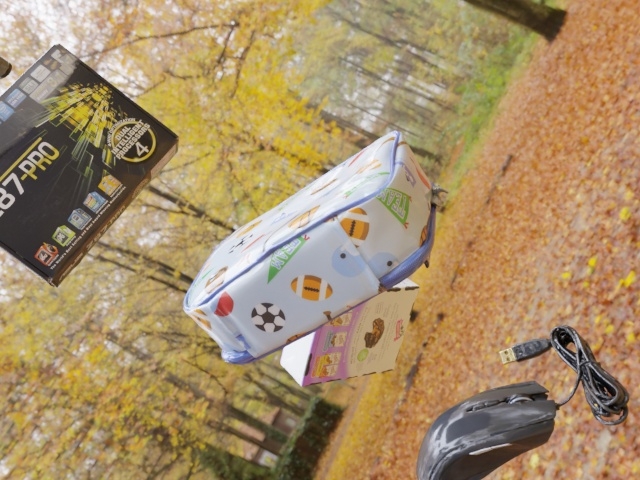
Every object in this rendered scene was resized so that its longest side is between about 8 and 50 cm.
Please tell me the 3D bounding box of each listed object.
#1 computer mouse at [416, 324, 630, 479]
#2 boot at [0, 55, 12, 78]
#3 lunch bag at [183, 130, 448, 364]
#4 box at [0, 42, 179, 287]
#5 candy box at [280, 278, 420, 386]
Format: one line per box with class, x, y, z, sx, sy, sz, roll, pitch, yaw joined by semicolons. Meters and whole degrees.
computer mouse;0.217;0.187;0.746;0.262;0.060;0.184;-31;18;18
boot;-0.557;-0.318;0.983;0.161;0.246;0.083;40;-108;-59
lunch bag;0.000;0.000;0.708;0.303;0.115;0.243;-29;16;22
box;-0.533;-0.154;1.243;0.395;0.318;0.097;-53;3;-19
candy box;0.049;0.136;0.990;0.196;0.070;0.165;0;-67;-36
